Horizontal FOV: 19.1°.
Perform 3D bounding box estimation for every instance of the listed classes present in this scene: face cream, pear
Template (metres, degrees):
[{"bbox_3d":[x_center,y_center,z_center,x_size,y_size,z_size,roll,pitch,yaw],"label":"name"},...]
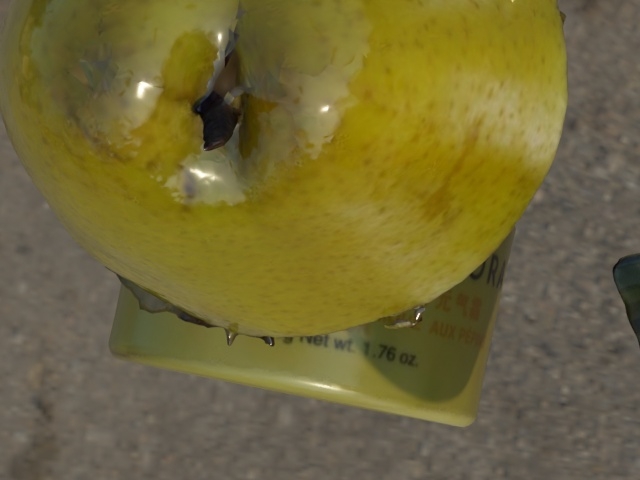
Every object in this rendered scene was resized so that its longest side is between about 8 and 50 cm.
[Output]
[{"bbox_3d":[0.000,0.000,1.094,0.218,0.218,0.179,7,84,37],"label":"face cream"},{"bbox_3d":[-0.044,-0.072,0.783,0.267,0.178,0.267,1,92,24],"label":"pear"}]

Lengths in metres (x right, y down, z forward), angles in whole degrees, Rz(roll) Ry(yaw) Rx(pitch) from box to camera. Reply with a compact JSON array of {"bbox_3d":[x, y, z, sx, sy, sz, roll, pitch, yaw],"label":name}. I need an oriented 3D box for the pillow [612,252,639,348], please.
[{"bbox_3d":[0.237,0.081,0.779,0.208,0.052,0.212,-19,84,35],"label":"pillow"}]
